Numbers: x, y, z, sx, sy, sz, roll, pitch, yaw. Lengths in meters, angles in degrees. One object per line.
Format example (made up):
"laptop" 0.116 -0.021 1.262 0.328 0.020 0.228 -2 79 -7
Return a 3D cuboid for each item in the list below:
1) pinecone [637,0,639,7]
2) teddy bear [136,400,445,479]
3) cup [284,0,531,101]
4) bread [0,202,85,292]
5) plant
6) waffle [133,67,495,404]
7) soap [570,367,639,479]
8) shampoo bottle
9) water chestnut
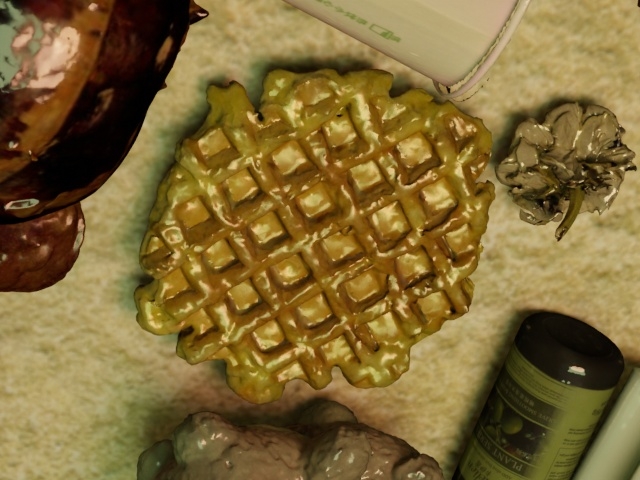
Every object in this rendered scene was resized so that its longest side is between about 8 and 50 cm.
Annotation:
"pinecone" 0.354 -0.265 1.361 0.272 0.224 0.224 -34 118 12
"teddy bear" -0.026 0.221 1.557 0.267 0.151 0.236 -7 163 -31
"cup" 0.028 -0.266 1.290 0.274 0.253 0.253 20 111 -13
"bread" -0.296 -0.043 1.393 0.247 0.135 0.232 -44 117 12
"plant" 0.213 -0.053 1.496 0.116 0.122 0.104 -33 122 16
"waffle" 0.000 0.000 1.513 0.302 0.068 0.325 12 116 -16
"soap" 0.311 0.254 1.668 0.160 0.087 0.265 9 116 -38
"shampoo bottle" 0.183 0.208 1.635 0.101 0.101 0.284 14 114 -17
"water chestnut" -0.235 -0.157 1.150 0.300 0.300 0.300 -5 118 -9
